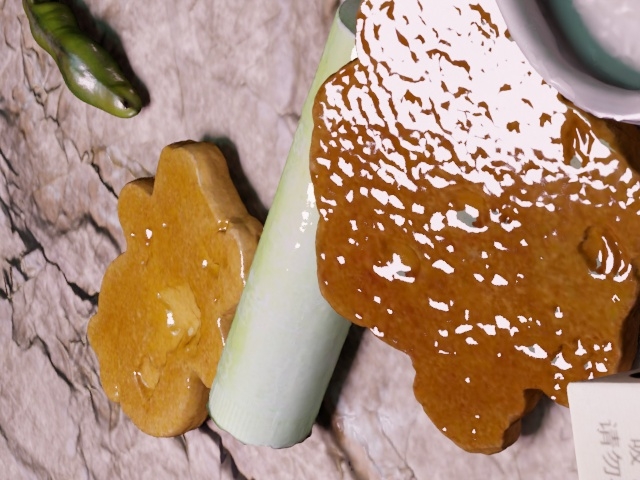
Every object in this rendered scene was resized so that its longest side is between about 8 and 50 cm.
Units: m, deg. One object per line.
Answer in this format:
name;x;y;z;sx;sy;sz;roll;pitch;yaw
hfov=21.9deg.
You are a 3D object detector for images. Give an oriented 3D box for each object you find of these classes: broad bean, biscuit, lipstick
broad bean;-0.191;-0.157;1.259;0.195;0.046;0.061;63;143;26
biscuit;-0.102;0.045;1.184;0.184;0.035;0.249;57;138;31
lipstick;0.000;0.000;1.004;0.076;0.076;0.304;49;133;37
biscuit;0.087;-0.016;0.871;0.208;0.041;0.290;17;123;33

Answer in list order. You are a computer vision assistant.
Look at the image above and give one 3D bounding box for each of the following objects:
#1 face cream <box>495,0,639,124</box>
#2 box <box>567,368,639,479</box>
face cream;0.183;-0.130;0.625;0.175;0.195;0.175;12;105;53
box;0.228;0.138;0.724;0.256;0.069;0.164;-6;92;54
